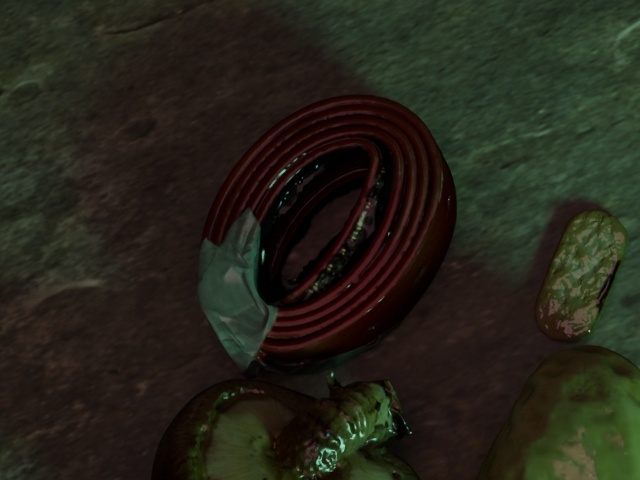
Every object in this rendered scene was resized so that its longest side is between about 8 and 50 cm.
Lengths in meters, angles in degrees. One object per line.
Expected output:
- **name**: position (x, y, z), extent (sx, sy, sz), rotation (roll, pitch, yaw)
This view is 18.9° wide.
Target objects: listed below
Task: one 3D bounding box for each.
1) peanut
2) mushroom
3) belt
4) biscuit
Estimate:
- **peanut**: position (0.236, 0.290, 1.853), extent (0.192, 0.169, 0.387), rotation (4, 76, 21)
- **mushroom**: position (-0.028, 0.256, 1.913), extent (0.278, 0.163, 0.297), rotation (-39, 62, -23)
- **belt**: position (0.000, 0.000, 2.023), extent (0.227, 0.115, 0.324), rotation (38, 85, 22)
- **biscuit**: position (0.271, 0.036, 1.994), extent (0.071, 0.018, 0.147), rotation (19, 82, 21)
